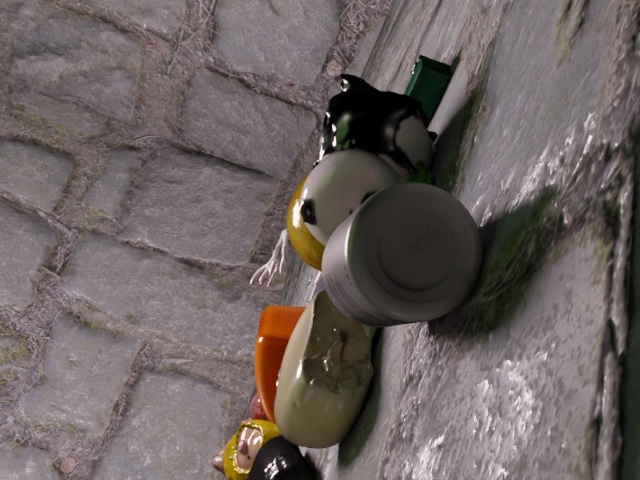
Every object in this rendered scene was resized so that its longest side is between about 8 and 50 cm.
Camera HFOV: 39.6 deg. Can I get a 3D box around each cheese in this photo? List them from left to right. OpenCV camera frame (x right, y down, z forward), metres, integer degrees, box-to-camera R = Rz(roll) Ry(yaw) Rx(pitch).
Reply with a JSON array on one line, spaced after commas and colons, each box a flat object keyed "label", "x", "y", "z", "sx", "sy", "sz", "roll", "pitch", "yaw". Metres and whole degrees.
[{"label": "cheese", "x": 0.013, "y": 0.202, "z": 1.443, "sx": 0.266, "sy": 0.127, "sz": 0.233, "roll": -81, "pitch": 14, "yaw": -51}]

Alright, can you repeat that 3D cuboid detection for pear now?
[{"label": "pear", "x": 0.037, "y": -0.032, "z": 1.667, "sx": 0.209, "sy": 0.209, "sz": 0.209, "roll": -161, "pitch": 90, "yaw": -85}]

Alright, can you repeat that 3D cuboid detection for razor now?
[{"label": "razor", "x": -0.084, "y": 0.458, "z": 1.623, "sx": 0.327, "sy": 0.107, "sz": 0.189, "roll": 157, "pitch": 133, "yaw": -84}]

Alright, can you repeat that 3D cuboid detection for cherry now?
[{"label": "cherry", "x": -0.162, "y": 0.492, "z": 2.417, "sx": 0.107, "sy": 0.090, "sz": 0.225, "roll": -89, "pitch": 19, "yaw": -67}]

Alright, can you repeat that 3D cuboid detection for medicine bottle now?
[{"label": "medicine bottle", "x": 0.087, "y": 0.028, "z": 1.107, "sx": 0.288, "sy": 0.157, "sz": 0.157, "roll": 136, "pitch": 153, "yaw": -80}]

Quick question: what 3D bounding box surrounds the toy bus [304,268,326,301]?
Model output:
[{"label": "toy bus", "x": 0.016, "y": 0.072, "z": 2.245, "sx": 0.075, "sy": 0.064, "sz": 0.190, "roll": -166, "pitch": 95, "yaw": -79}]

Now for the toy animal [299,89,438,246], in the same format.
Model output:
[{"label": "toy animal", "x": 0.084, "y": -0.104, "z": 1.461, "sx": 0.212, "sy": 0.212, "sz": 0.267, "roll": 122, "pitch": 162, "yaw": -68}]

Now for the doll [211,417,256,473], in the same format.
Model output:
[{"label": "doll", "x": -0.202, "y": 0.595, "z": 2.168, "sx": 0.201, "sy": 0.156, "sz": 0.303, "roll": -159, "pitch": 83, "yaw": -74}]

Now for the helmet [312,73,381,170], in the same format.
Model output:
[{"label": "helmet", "x": 0.092, "y": -0.217, "z": 1.863, "sx": 0.305, "sy": 0.177, "sz": 0.225, "roll": -68, "pitch": -8, "yaw": -58}]

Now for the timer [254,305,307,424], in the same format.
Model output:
[{"label": "timer", "x": -0.077, "y": 0.308, "z": 2.154, "sx": 0.257, "sy": 0.161, "sz": 0.250, "roll": -91, "pitch": 5, "yaw": -74}]

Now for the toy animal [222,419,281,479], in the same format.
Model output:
[{"label": "toy animal", "x": -0.140, "y": 0.483, "z": 1.981, "sx": 0.230, "sy": 0.156, "sz": 0.156, "roll": -36, "pitch": 32, "yaw": 54}]

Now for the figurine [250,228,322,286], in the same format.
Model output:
[{"label": "figurine", "x": -0.011, "y": -0.009, "z": 2.067, "sx": 0.316, "sy": 0.206, "sz": 0.284, "roll": 121, "pitch": 169, "yaw": -60}]

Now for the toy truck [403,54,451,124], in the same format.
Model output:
[{"label": "toy truck", "x": 0.187, "y": -0.271, "z": 1.668, "sx": 0.079, "sy": 0.065, "sz": 0.147, "roll": -83, "pitch": 14, "yaw": -53}]
